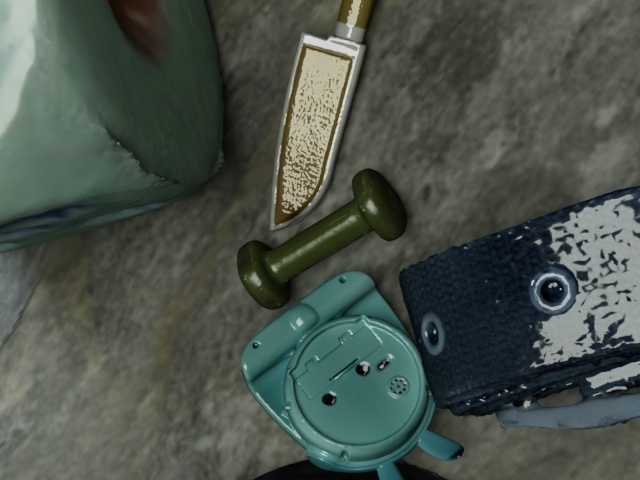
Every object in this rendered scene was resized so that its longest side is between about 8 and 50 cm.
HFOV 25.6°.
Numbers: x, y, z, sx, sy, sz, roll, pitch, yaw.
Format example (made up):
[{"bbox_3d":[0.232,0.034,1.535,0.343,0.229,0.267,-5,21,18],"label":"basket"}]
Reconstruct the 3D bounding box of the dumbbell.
[{"bbox_3d":[0.000,0.000,0.934,0.118,0.052,0.046,-32,122,18],"label":"dumbbell"}]

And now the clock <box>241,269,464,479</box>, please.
[{"bbox_3d":[0.027,0.101,0.910,0.108,0.045,0.147,-37,75,-11],"label":"clock"}]

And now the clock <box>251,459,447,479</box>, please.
[{"bbox_3d":[0.018,0.302,0.941,0.312,0.061,0.312,1,94,20],"label":"clock"}]

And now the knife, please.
[{"bbox_3d":[0.007,-0.124,0.939,0.046,0.022,0.256,18,103,9],"label":"knife"}]

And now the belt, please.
[{"bbox_3d":[0.159,0.048,0.840,0.218,0.122,0.128,-17,78,23],"label":"belt"}]

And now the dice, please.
[{"bbox_3d":[-0.232,-0.128,0.889,0.262,0.264,0.268,-14,90,16],"label":"dice"}]
